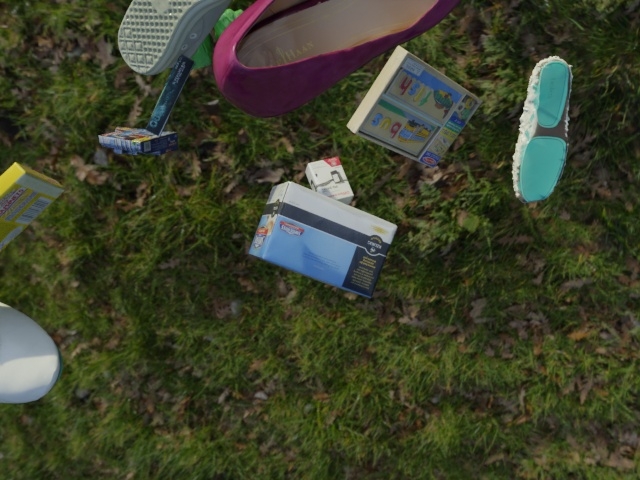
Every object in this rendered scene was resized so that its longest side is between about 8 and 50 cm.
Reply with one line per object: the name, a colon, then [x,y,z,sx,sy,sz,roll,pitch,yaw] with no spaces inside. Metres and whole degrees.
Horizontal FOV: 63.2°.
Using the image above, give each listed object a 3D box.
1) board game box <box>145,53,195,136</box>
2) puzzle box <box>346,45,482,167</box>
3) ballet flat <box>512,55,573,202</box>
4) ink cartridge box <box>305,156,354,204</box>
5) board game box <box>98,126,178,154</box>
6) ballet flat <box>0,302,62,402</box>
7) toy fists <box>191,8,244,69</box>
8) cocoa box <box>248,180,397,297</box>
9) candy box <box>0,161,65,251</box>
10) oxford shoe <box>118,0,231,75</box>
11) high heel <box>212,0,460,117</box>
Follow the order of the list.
board game box: [-0.248,-0.240,0.855,0.026,0.186,0.126,25,98,-22]
puzzle box: [0.300,-0.393,1.609,0.272,0.409,0.052,-56,47,23]
ballet flat: [0.633,-0.309,1.493,0.147,0.147,0.409,13,99,27]
ink cartridge box: [0.029,-0.183,1.682,0.063,0.109,0.150,115,136,-65]
board game box: [-0.577,-0.305,1.605,0.194,0.194,0.060,11,112,16]
ballet flat: [-0.567,0.128,0.776,0.400,0.139,0.139,24,118,22]
toy fists: [-0.332,-0.632,1.621,0.279,0.096,0.142,-14,119,-2]
cocoa box: [0.000,0.000,1.527,0.347,0.231,0.228,21,86,-17]
candy box: [-0.453,-0.015,0.706,0.027,0.105,0.206,45,86,7]
oxford shoe: [-0.222,-0.483,0.970,0.449,0.130,0.169,-35,93,36]
high heel: [0.063,-0.244,0.487,0.377,0.181,0.127,-44,99,0]
